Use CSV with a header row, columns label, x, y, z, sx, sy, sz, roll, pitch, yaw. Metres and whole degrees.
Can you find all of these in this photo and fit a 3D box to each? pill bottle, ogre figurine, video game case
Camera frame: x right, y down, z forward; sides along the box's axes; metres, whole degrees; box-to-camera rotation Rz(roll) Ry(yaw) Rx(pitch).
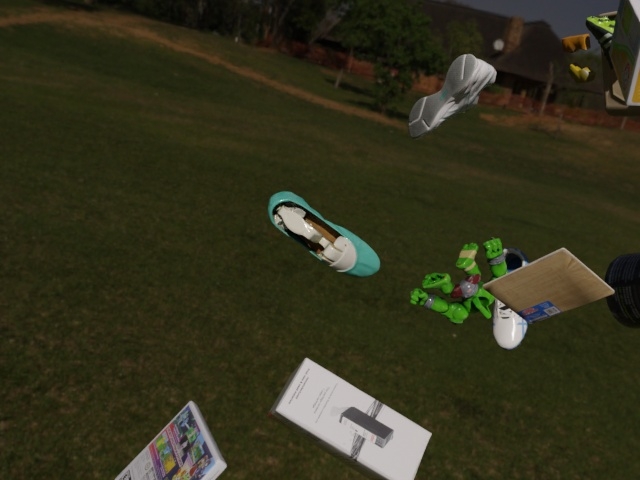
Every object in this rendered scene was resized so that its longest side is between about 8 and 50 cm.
label,x,y,z,sx,sy,sz,roll,pitch,yaw
pill bottle,0.584,0.071,0.874,0.130,0.130,0.246,4,-10,-25
ogre figurine,0.280,0.090,1.087,0.118,0.197,0.097,48,-1,-19
video game case,-0.244,0.370,0.899,0.023,0.183,0.201,49,-10,-24

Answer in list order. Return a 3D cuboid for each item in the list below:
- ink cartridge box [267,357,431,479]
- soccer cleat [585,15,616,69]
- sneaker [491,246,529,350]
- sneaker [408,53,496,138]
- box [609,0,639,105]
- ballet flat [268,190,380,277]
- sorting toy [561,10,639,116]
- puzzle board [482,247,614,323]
label,x,y,z,sx,sy,sz,roll,pitch,yaw
ink cartridge box,0.048,0.355,1.089,0.273,0.114,0.197,32,-22,2
soccer cleat,0.559,-0.371,1.077,0.060,0.072,0.179,-8,45,-17
sneaker,0.418,0.126,1.268,0.085,0.237,0.086,-10,-33,42
sneaker,0.178,-0.186,0.774,0.061,0.152,0.053,5,61,-31
box,0.493,-0.287,0.818,0.103,0.114,0.203,4,39,16
ballet flat,0.000,0.000,1.060,0.247,0.083,0.087,36,19,1
sorting toy,0.645,-0.369,1.202,0.041,0.229,0.307,-25,21,-19
puzzle board,0.291,0.061,0.733,0.096,0.128,0.011,35,49,-17
